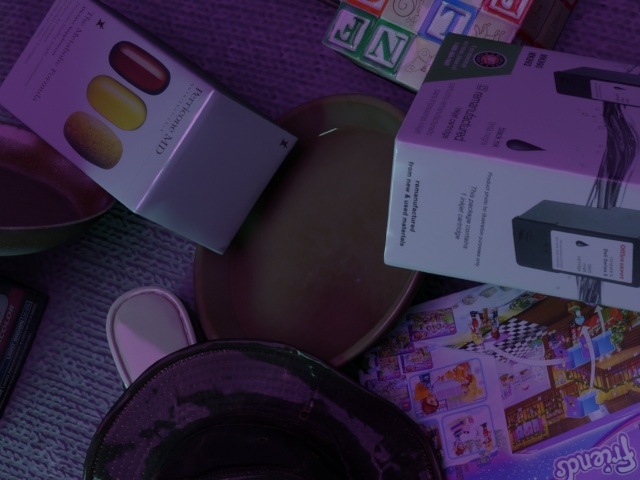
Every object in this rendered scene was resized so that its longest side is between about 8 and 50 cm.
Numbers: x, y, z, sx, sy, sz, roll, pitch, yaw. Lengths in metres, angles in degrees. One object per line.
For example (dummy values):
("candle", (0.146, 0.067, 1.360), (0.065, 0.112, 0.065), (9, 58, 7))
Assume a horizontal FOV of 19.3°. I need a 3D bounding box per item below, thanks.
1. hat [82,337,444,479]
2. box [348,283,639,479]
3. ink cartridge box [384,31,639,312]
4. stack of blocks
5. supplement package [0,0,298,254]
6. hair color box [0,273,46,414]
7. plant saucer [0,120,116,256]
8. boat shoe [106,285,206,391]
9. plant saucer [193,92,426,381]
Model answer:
("hat", (-0.062, 0.242, 1.577), (0.331, 0.134, 0.331), (0, 91, 13))
("box", (0.178, 0.133, 1.613), (0.293, 0.057, 0.201), (-17, 71, 25))
("ink cartridge box", (0.216, -0.053, 1.510), (0.289, 0.211, 0.121), (11, 122, 10))
("stack of blocks", (0.074, -0.237, 1.732), (0.297, 0.087, 0.171), (28, 92, 27))
("supplement package", (-0.165, -0.115, 1.768), (0.244, 0.134, 0.139), (36, 95, 39))
("hair color box", (-0.413, 0.086, 1.748), (0.105, 0.347, 0.174), (21, 89, 27))
("plant saucer", (-0.349, -0.054, 1.790), (0.310, 0.310, 0.050), (25, 114, 27))
("boat shoe", (-0.117, 0.204, 1.734), (0.112, 0.095, 0.335), (-16, 74, 2))
("plant saucer", (0.000, 0.000, 1.707), (0.278, 0.041, 0.278), (-19, 58, 33))
